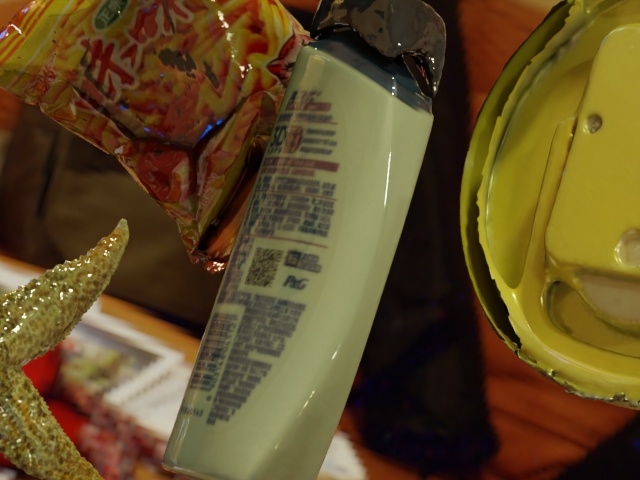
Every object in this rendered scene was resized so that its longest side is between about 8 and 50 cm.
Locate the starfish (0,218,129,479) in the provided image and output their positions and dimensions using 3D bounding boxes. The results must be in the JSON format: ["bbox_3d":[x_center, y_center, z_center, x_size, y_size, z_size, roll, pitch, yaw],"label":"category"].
[{"bbox_3d":[-0.330,0.094,1.761,0.347,0.358,0.078,-8,-10,-9],"label":"starfish"}]

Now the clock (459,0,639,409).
[{"bbox_3d":[0.218,-0.037,1.173,0.277,0.293,0.071,19,-5,39],"label":"clock"}]

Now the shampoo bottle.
[{"bbox_3d":[0.000,0.000,1.334,0.078,0.359,0.134,27,-13,-39],"label":"shampoo bottle"}]

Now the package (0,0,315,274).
[{"bbox_3d":[-0.118,-0.134,1.499,0.288,0.223,0.108,43,2,-10],"label":"package"}]
